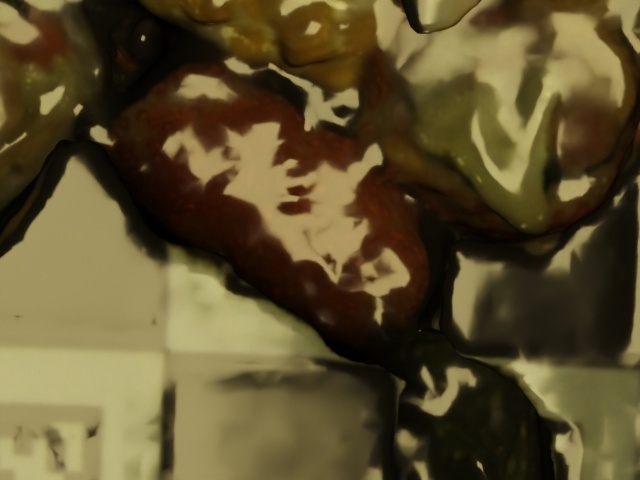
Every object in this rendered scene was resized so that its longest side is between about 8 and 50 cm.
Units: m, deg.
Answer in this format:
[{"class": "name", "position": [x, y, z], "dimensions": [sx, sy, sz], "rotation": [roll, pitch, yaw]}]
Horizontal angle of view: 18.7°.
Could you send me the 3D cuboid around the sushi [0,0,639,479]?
[{"class": "sushi", "position": [0.000, 0.000, 0.530], "dimensions": [0.343, 0.064, 0.359], "rotation": [2, 95, -2]}]
